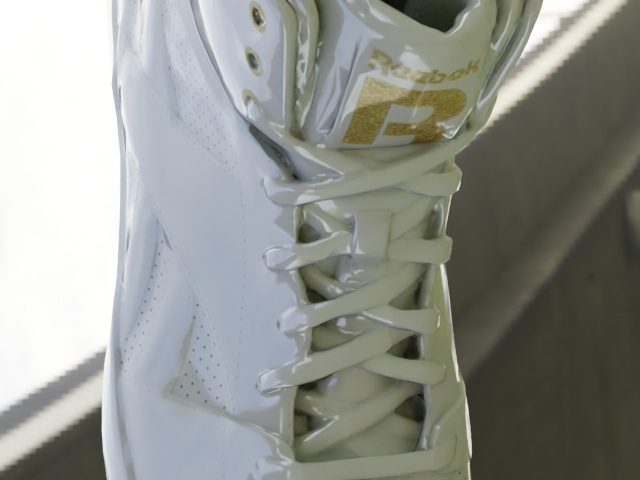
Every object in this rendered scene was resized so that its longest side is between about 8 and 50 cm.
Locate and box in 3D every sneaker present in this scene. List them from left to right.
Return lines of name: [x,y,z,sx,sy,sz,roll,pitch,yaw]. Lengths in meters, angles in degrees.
sneaker: [0.000,0.000,0.543,0.169,0.108,0.292,135,126,-68]
